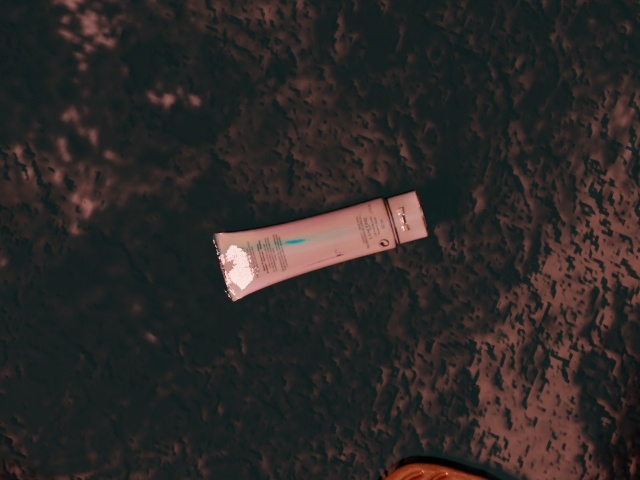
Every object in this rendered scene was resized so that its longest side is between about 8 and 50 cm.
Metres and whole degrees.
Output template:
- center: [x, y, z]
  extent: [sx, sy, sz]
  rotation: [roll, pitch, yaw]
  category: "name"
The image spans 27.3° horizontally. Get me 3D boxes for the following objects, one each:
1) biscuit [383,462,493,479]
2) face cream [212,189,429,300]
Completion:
- center: [0.069, 0.162, 0.713]
  extent: [0.091, 0.015, 0.078]
  rotation: [14, 93, 1]
  category: "biscuit"
- center: [0.000, 0.000, 0.704]
  extent: [0.115, 0.020, 0.038]
  rotation: [-16, 93, 3]
  category: "face cream"
